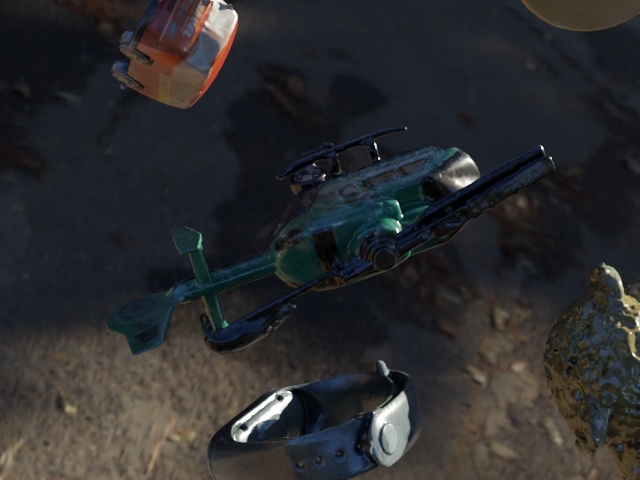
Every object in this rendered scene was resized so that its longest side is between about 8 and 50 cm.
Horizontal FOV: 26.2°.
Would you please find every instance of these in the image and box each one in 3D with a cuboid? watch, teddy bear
[{"bbox_3d":[0.006,0.174,1.275,0.193,0.068,0.206,-11,9,32],"label":"watch"},{"bbox_3d":[0.320,0.135,1.383,0.156,0.267,0.256,-5,-20,28],"label":"teddy bear"}]

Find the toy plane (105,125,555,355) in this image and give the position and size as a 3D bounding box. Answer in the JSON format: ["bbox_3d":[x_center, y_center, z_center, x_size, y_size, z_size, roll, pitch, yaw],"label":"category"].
[{"bbox_3d":[0.000,0.000,1.148,0.381,0.106,0.155,-19,25,-10],"label":"toy plane"}]

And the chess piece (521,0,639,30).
[{"bbox_3d":[0.147,-0.194,0.782,0.094,0.094,0.170,17,31,-7],"label":"chess piece"}]

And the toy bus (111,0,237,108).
[{"bbox_3d":[-0.112,-0.154,1.075,0.077,0.079,0.174,29,-9,-8],"label":"toy bus"}]
